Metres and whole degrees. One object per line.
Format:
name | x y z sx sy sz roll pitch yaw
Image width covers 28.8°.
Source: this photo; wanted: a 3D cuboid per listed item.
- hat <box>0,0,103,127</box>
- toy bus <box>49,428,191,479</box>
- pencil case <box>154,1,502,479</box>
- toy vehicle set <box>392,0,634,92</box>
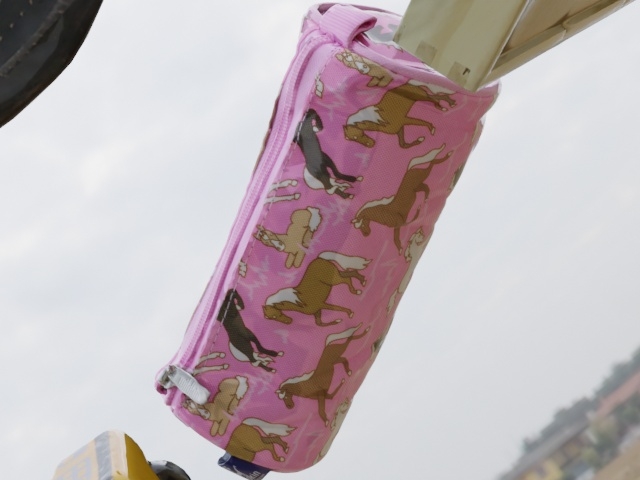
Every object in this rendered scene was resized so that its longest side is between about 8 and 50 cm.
hat | -0.227 -0.140 0.390 0.331 0.331 0.134 -23 -8 -43
toy bus | -0.059 0.272 0.696 0.130 0.333 0.108 -35 13 -4
pencil case | 0.000 0.000 0.987 0.386 0.160 0.167 -65 -11 23
toy vehicle set | 0.133 -0.162 0.487 0.267 0.035 0.166 -33 -26 -55
